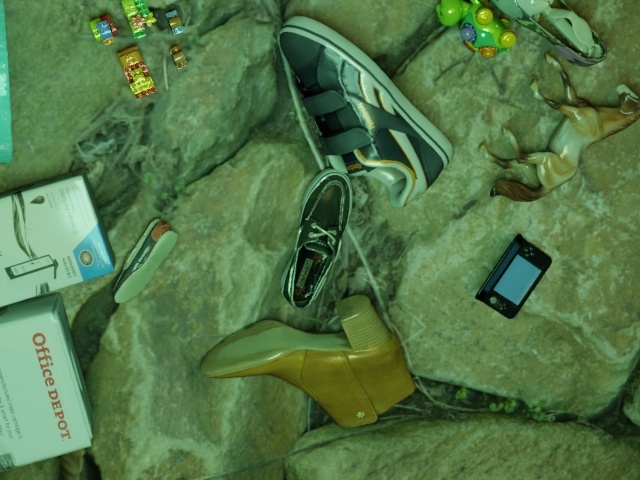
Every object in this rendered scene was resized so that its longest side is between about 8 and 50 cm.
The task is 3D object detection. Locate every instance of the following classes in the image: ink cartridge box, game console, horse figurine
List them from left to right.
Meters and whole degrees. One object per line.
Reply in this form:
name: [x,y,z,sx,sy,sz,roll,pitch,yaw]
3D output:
ink cartridge box: [-0.487,0.217,1.327,0.289,0.121,0.211,-13,104,-8]
ink cartridge box: [-0.409,0.000,1.315,0.203,0.086,0.148,-18,105,-7]
game console: [0.306,0.059,1.474,0.107,0.071,0.122,33,95,-15]
horse figurine: [0.361,-0.157,1.441,0.174,0.066,0.263,34,94,-14]

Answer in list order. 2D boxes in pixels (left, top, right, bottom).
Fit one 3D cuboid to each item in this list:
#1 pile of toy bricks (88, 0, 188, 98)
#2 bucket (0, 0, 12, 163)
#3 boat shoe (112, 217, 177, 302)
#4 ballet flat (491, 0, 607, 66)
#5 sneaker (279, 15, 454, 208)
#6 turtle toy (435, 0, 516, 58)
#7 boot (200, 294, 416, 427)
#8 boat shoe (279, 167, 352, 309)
pile of toy bricks: [-0.255,-0.305,1.269,0.118,0.105,0.212,-24,105,-5]
bucket: [-0.485,-0.214,1.164,0.183,0.281,0.281,-4,103,-19]
boat shoe: [-0.265,0.031,1.373,0.043,0.049,0.137,39,96,26]
ballet flat: [0.345,-0.338,1.392,0.221,0.079,0.077,35,84,-15]
sneaker: [0.048,-0.176,1.337,0.321,0.126,0.127,40,76,-17]
turtle toy: [0.230,-0.318,1.376,0.130,0.095,0.066,39,113,-15]
boot: [-0.014,0.215,1.435,0.295,0.104,0.211,-19,121,8]
boat shoe: [0.000,0.000,1.402,0.078,0.070,0.219,15,99,-14]
